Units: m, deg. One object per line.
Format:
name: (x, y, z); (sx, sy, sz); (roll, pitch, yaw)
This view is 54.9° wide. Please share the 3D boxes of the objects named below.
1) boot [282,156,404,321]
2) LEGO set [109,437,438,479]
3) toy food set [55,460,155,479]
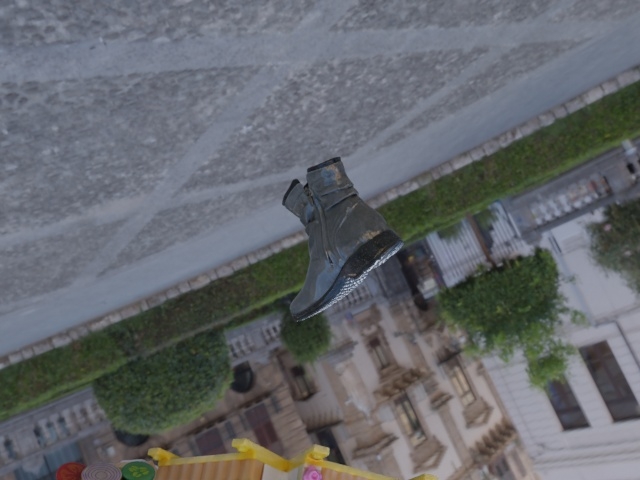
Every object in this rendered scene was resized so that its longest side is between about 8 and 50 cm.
boot: (0.000, 0.000, 0.868); (0.083, 0.161, 0.246); (-26, 166, -44)
LEGO set: (-0.034, 0.207, 0.414); (0.287, 0.107, 0.132); (6, 144, 3)
toy food set: (-0.138, 0.166, 0.382); (0.083, 0.020, 0.082); (6, -164, -25)
